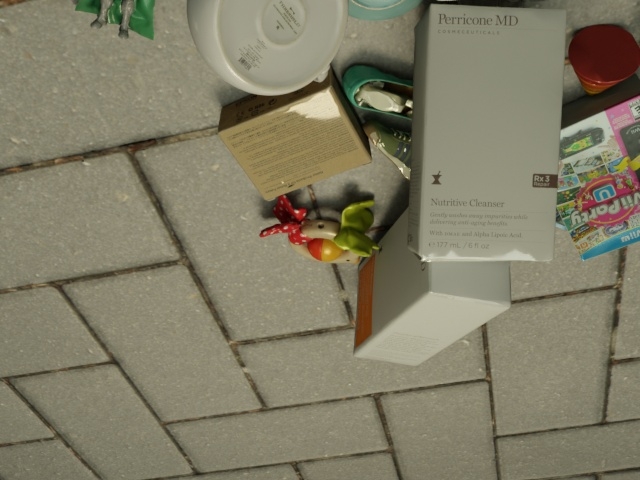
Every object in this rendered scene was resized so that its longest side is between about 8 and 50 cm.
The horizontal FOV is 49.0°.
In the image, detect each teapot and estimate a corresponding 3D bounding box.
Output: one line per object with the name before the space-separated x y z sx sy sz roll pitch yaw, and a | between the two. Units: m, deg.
teapot | -0.092 -0.346 1.044 0.252 0.187 0.256 -13 123 -26

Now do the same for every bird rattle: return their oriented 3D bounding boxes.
bird rattle | 0.000 0.000 1.515 0.253 0.143 0.207 -3 151 6

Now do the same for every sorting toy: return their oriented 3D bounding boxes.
sorting toy | 0.380 -0.262 1.263 0.366 0.127 0.126 -18 157 3

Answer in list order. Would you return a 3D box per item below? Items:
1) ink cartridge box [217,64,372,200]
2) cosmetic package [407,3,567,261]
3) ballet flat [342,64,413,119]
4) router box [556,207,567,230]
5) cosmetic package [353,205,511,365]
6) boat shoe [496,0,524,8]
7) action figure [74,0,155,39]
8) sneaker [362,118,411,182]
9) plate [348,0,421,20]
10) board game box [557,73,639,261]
ink cartridge box | -0.046 -0.201 1.333 0.235 0.088 0.193 -19 134 16
cosmetic package | 0.256 -0.165 1.117 0.217 0.156 0.385 0 96 -1
ballet flat | 0.157 -0.252 1.285 0.247 0.087 0.083 12 133 -13
router box | 0.547 -0.076 1.502 0.092 0.038 0.122 18 132 -18
cosmetic package | 0.209 0.088 1.430 0.161 0.230 0.453 10 154 -11
boat shoe | 0.311 -0.417 1.065 0.367 0.136 0.156 -17 162 -21
action figure | -0.312 -0.439 1.113 0.137 0.063 0.232 16 129 -12
sneaker | 0.169 -0.189 1.372 0.086 0.064 0.192 -35 126 20
plate | 0.090 -0.418 1.078 0.188 0.024 0.188 0 138 0
board game box | 0.559 -0.132 1.366 0.224 0.097 0.303 -23 119 22
